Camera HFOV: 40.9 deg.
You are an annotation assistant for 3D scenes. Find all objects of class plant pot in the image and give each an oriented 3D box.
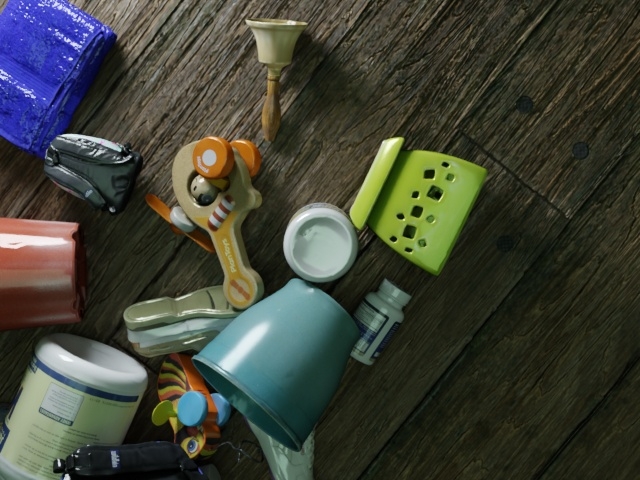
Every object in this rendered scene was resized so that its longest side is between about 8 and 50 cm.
[{"bbox_3d":[-0.608,0.067,1.703,0.265,0.272,0.273,-1,96,-9],"label":"plant pot"},{"bbox_3d":[-0.066,0.225,1.676,0.271,0.271,0.255,43,71,-5],"label":"plant pot"},{"bbox_3d":[0.181,-0.080,1.703,0.207,0.227,0.228,26,94,1],"label":"plant pot"}]

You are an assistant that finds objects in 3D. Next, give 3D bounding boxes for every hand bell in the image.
[{"bbox_3d":[-0.096,-0.321,1.742,0.126,0.126,0.242,5,108,-1],"label":"hand bell"}]

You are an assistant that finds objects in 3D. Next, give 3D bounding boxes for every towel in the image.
[{"bbox_3d":[-0.580,-0.347,1.736,0.227,0.076,0.308,32,95,-5],"label":"towel"}]

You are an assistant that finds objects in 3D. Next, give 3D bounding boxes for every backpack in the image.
[{"bbox_3d":[-0.337,0.513,1.610,0.276,0.263,0.213,52,138,26],"label":"backpack"},{"bbox_3d":[-0.466,-0.142,1.742,0.182,0.115,0.152,20,84,-2],"label":"backpack"}]

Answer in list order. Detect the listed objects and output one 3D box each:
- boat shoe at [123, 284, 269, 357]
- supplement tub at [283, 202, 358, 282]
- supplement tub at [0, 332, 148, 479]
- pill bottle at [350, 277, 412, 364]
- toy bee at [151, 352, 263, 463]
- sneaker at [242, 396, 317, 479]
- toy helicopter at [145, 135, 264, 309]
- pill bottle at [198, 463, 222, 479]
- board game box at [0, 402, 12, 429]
[{"bbox_3d":[-0.249,0.170,1.790,0.302,0.113,0.103,-7,118,-3],"label":"boat shoe"},{"bbox_3d":[0.000,0.000,1.718,0.144,0.200,0.144,0,97,-1],"label":"supplement tub"},{"bbox_3d":[-0.511,0.375,1.728,0.235,0.235,0.325,24,91,-3],"label":"supplement tub"},{"bbox_3d":[0.115,0.167,1.790,0.094,0.094,0.169,34,95,-4],"label":"pill bottle"},{"bbox_3d":[-0.266,0.380,1.747,0.195,0.298,0.162,32,104,-36],"label":"toy bee"},{"bbox_3d":[-0.052,0.425,1.807,0.152,0.114,0.305,-25,96,3],"label":"sneaker"},{"bbox_3d":[-0.213,-0.027,1.740,0.234,0.140,0.355,-21,85,24],"label":"toy helicopter"},{"bbox_3d":[-0.338,0.566,1.802,0.264,0.153,0.153,-16,96,1],"label":"pill bottle"},{"bbox_3d":[-0.733,0.420,1.829,0.194,0.060,0.194,17,96,-1],"label":"board game box"}]
